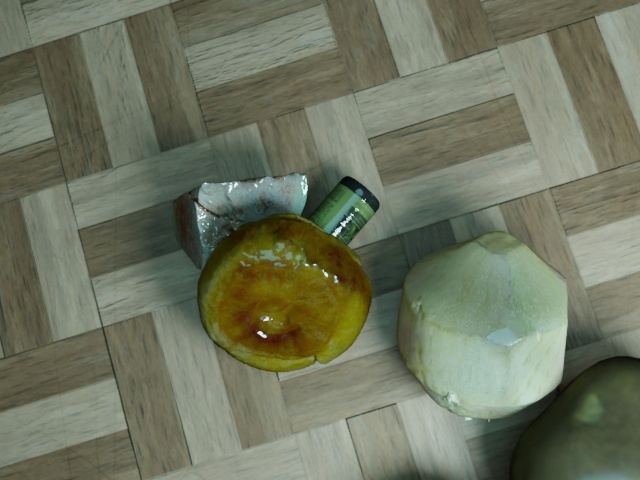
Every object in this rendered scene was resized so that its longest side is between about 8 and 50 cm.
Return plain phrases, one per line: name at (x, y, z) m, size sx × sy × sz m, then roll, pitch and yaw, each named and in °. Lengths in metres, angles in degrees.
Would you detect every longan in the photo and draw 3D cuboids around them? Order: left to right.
longan at (0.527, 0.414, 1.415) m, size 0.404 × 0.336 × 0.405 m, roll -8°, pitch 104°, yaw -31°

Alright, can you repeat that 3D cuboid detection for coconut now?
coconut at (0.310, 0.146, 1.501) m, size 0.352 × 0.352 × 0.353 m, roll -1°, pitch 81°, yaw 4°

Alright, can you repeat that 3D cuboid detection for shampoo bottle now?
shampoo bottle at (0.000, 0.000, 1.644) m, size 0.101 × 0.101 × 0.284 m, roll 40°, pitch 86°, yaw 9°

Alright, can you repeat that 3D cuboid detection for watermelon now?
watermelon at (-0.186, -0.061, 1.612) m, size 0.310 × 0.232 × 0.193 m, roll 4°, pitch 113°, yaw 11°

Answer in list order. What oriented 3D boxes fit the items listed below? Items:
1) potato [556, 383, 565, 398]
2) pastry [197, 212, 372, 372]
potato at (0.495, 0.334, 1.589) m, size 0.036 × 0.037 × 0.093 m, roll 1°, pitch 80°, yaw 0°
pastry at (-0.069, 0.109, 1.538) m, size 0.356 × 0.356 × 0.164 m, roll -8°, pitch 36°, yaw 3°
